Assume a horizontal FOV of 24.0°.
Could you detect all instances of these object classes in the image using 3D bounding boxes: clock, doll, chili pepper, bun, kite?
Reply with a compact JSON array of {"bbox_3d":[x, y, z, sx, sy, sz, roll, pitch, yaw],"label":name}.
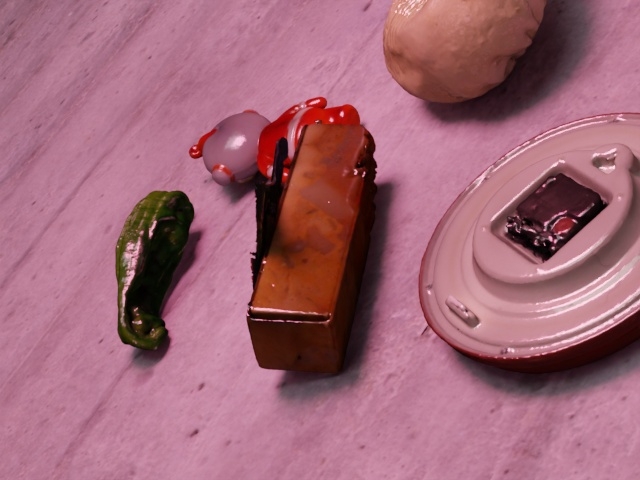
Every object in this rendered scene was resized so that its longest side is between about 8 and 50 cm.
[{"bbox_3d":[0.236,-0.008,1.459,0.318,0.080,0.318,-27,35,20],"label":"clock"},{"bbox_3d":[-0.068,-0.122,1.903,0.245,0.076,0.142,-7,44,34],"label":"doll"},{"bbox_3d":[-0.206,0.027,1.844,0.074,0.100,0.257,-31,37,44],"label":"chili pepper"},{"bbox_3d":[0.178,-0.270,1.754,0.259,0.160,0.259,-53,18,25],"label":"bun"},{"bbox_3d":[-0.053,0.000,1.692,0.016,0.321,0.234,7,92,8],"label":"kite"}]

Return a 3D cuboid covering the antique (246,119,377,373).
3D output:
[{"bbox_3d":[0.000,0.000,1.651,0.093,0.087,0.310,2,45,13],"label":"antique"}]
